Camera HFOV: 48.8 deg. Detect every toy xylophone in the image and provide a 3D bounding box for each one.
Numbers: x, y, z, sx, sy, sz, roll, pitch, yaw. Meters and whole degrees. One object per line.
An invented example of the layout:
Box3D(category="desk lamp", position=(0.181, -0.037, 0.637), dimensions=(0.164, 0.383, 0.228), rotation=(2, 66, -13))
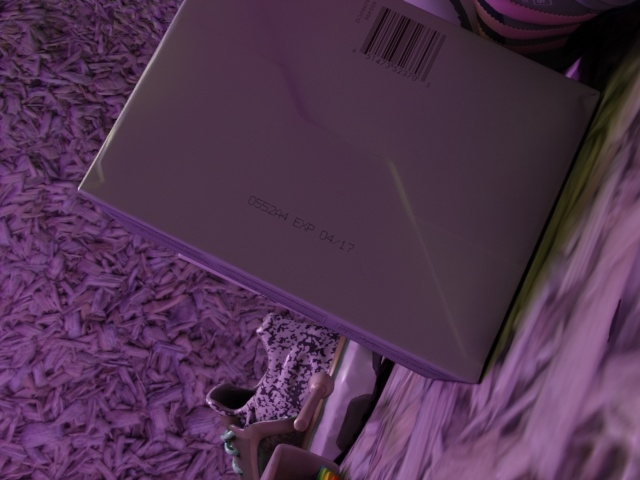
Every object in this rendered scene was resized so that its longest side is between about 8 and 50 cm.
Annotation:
Box3D(category="toy xylophone", position=(-0.027, 0.258, 0.654), dimensions=(0.323, 0.081, 0.236), rotation=(-43, -21, -83))

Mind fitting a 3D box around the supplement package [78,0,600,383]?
Box3D(category="supplement package", position=(0.013, -0.050, 0.495), dimensions=(0.204, 0.262, 0.145), rotation=(-64, -2, -10))

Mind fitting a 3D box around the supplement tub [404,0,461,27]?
Box3D(category="supplement tub", position=(0.106, -0.189, 0.724), dimensions=(0.324, 0.235, 0.235), rotation=(-66, -3, 40))

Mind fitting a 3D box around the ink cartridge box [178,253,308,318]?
Box3D(category="ink cartridge box", position=(0.000, 0.000, 0.839), dimensions=(0.198, 0.273, 0.114), rotation=(-59, -6, -69))

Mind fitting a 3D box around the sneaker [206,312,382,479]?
Box3D(category="sneaker", position=(-0.066, 0.249, 0.910), dimensions=(0.158, 0.182, 0.410), rotation=(-59, -6, -68))

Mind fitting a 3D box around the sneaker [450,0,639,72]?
Box3D(category="sneaker", position=(0.157, -0.158, 0.421), dimensions=(0.319, 0.131, 0.112), rotation=(6, -72, -63))
